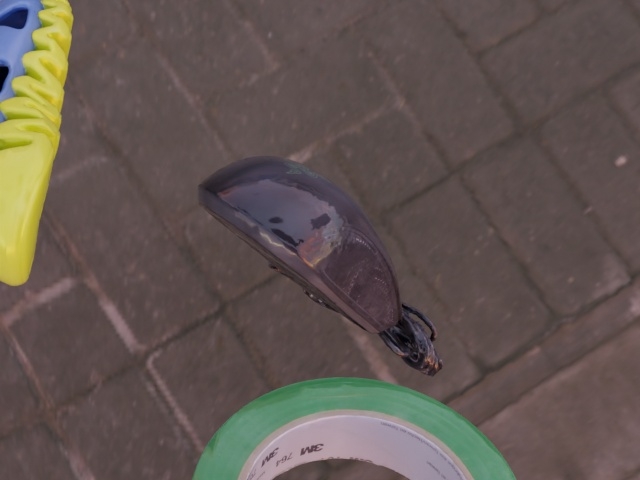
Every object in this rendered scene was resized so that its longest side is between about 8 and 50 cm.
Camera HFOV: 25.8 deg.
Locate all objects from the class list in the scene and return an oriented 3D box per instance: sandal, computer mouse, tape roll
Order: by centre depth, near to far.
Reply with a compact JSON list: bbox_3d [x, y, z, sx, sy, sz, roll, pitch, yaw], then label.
[{"bbox_3d":[-0.245,-0.096,0.953,0.138,0.126,0.317,11,28,-12],"label":"sandal"},{"bbox_3d":[0.000,0.000,1.056,0.188,0.272,0.072,35,86,29],"label":"computer mouse"},{"bbox_3d":[0.033,0.276,1.322,0.321,0.077,0.321,4,46,-5],"label":"tape roll"}]
